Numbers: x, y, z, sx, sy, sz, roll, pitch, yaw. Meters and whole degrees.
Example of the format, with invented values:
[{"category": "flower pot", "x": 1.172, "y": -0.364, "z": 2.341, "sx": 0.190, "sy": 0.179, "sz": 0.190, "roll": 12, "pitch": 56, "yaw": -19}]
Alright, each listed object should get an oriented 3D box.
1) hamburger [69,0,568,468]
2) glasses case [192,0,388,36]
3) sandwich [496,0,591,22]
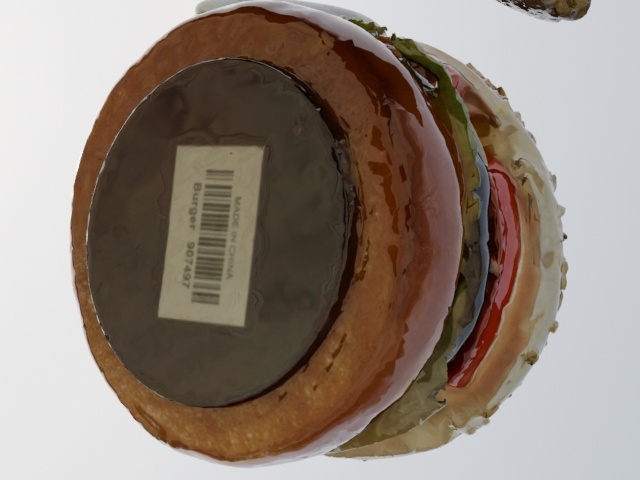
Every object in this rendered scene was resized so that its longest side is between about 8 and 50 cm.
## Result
[{"category": "hamburger", "x": 0.000, "y": 0.000, "z": 0.982, "sx": 0.330, "sy": 0.250, "sz": 0.330, "roll": -7, "pitch": -102, "yaw": 37}, {"category": "glasses case", "x": -0.023, "y": -0.165, "z": 1.095, "sx": 0.063, "sy": 0.164, "sz": 0.041, "roll": -118, "pitch": -143, "yaw": -46}, {"category": "sandwich", "x": 0.070, "y": -0.280, "z": 0.820, "sx": 0.099, "sy": 0.288, "sz": 0.254, "roll": 39, "pitch": -62, "yaw": 60}]
